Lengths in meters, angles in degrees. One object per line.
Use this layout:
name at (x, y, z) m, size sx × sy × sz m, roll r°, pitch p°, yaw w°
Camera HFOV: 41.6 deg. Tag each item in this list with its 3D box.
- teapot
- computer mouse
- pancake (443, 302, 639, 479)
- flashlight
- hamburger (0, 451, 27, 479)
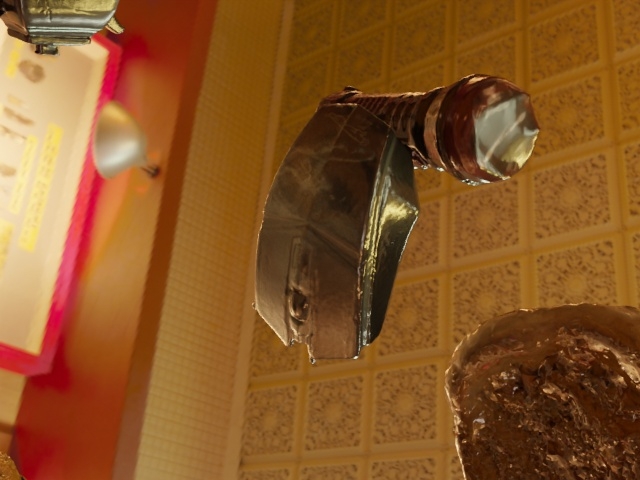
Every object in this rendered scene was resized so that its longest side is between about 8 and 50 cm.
teapot at (-0.279, -0.240, 0.871) m, size 0.087 × 0.177 × 0.096 m, roll 28°, pitch -64°, yaw 39°
computer mouse at (0.001, 0.001, 0.682) m, size 0.126 × 0.071 × 0.231 m, roll 24°, pitch -66°, yaw 22°
pancake at (0.232, 0.179, 0.752) m, size 0.282 × 0.049 × 0.282 m, roll 16°, pitch -62°, yaw 32°
flashlight at (0.076, -0.096, 0.732) m, size 0.232 × 0.093 × 0.093 m, roll 11°, pitch -105°, yaw 55°
hamburger at (-0.348, 0.299, 0.730) m, size 0.245 × 0.163 × 0.244 m, roll -1°, pitch -92°, yaw 22°
